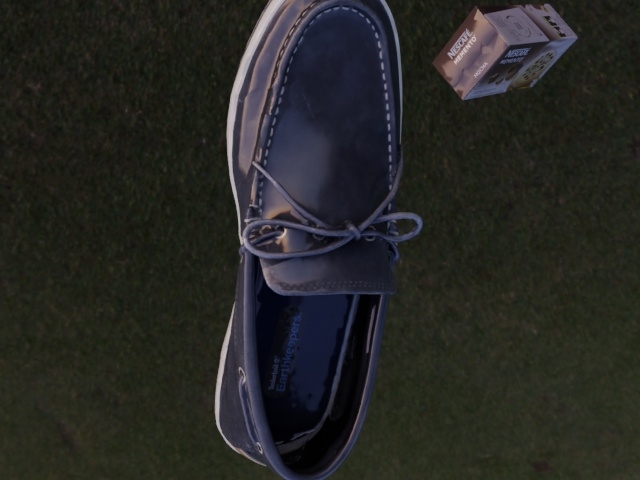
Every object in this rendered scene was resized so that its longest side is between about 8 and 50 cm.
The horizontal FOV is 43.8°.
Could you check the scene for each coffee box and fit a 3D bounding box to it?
[{"bbox_3d":[0.412,-0.424,1.769,0.297,0.119,0.168,-18,157,-44],"label":"coffee box"}]

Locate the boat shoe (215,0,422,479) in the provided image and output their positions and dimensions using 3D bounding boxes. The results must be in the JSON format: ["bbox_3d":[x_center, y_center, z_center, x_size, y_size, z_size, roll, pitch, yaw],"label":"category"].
[{"bbox_3d":[0.000,0.000,0.760,0.186,0.156,0.500,4,103,-24],"label":"boat shoe"}]
